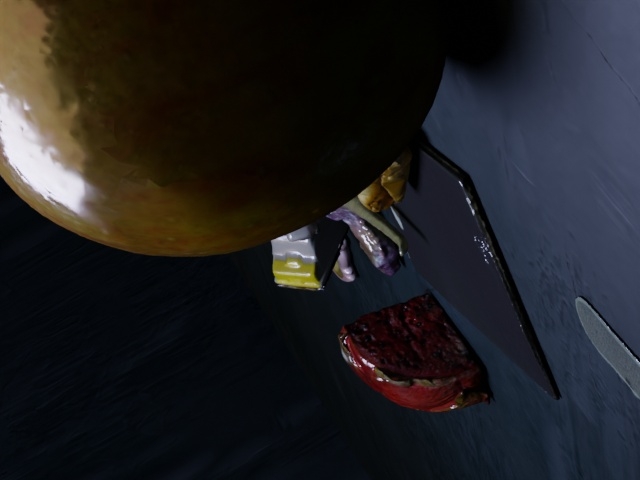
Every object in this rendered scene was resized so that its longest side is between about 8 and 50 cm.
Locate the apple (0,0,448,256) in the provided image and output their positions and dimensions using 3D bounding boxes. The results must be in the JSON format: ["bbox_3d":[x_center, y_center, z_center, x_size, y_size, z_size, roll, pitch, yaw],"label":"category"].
[{"bbox_3d":[-0.105,-0.174,1.221,0.400,0.334,0.400,57,171,14],"label":"apple"}]

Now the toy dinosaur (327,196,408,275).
[{"bbox_3d":[0.034,-0.049,1.818,0.199,0.072,0.251,53,165,9],"label":"toy dinosaur"}]

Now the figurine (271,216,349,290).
[{"bbox_3d":[-0.071,-0.091,2.020,0.308,0.143,0.308,42,161,18],"label":"figurine"}]

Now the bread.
[{"bbox_3d":[0.048,-0.075,1.561,0.132,0.053,0.074,85,159,-71],"label":"bread"}]

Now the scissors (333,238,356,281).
[{"bbox_3d":[0.000,0.000,2.339,0.160,0.024,0.317,57,172,10],"label":"scissors"}]

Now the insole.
[{"bbox_3d":[0.246,0.123,1.252,0.232,0.003,0.080,55,170,37],"label":"insole"}]

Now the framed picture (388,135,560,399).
[{"bbox_3d":[0.111,-0.010,1.625,0.244,0.013,0.324,65,172,-28],"label":"framed picture"}]

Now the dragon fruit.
[{"bbox_3d":[0.103,0.149,1.866,0.161,0.127,0.120,72,174,-52],"label":"dragon fruit"}]
